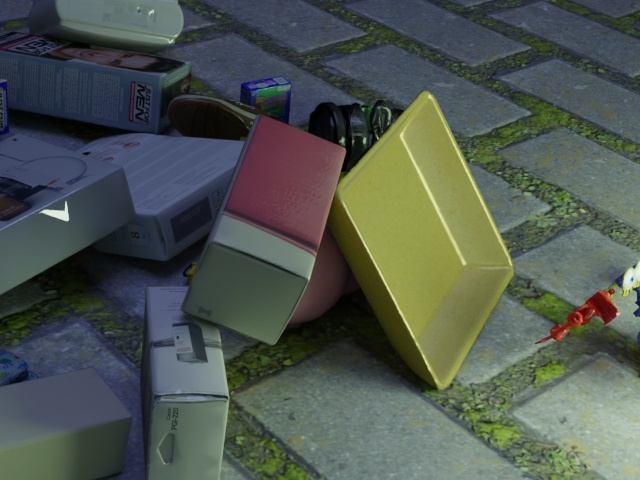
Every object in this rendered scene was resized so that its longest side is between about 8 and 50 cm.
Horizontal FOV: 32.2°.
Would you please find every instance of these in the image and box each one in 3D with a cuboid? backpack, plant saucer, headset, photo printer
[{"bbox_3d":[-0.421,0.182,1.386,0.114,0.084,0.105,18,32,24],"label":"backpack"},{"bbox_3d":[0.134,-0.003,1.597,0.081,0.332,0.332,-15,22,36],"label":"plant saucer"},{"bbox_3d":[0.098,-0.201,1.983,0.244,0.185,0.394,6,21,2],"label":"headset"},{"bbox_3d":[-0.447,-0.441,2.243,0.256,0.107,0.307,5,1,-28],"label":"photo printer"}]

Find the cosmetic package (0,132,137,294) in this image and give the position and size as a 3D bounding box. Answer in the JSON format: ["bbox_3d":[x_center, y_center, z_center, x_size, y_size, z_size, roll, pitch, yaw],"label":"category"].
[{"bbox_3d":[-0.503,-0.021,1.599,0.284,0.097,0.377,16,38,42],"label":"cosmetic package"}]

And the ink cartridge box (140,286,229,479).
[{"bbox_3d":[-0.171,0.180,1.357,0.092,0.158,0.218,2,32,-11],"label":"ink cartridge box"}]

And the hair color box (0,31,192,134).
[{"bbox_3d":[-0.451,-0.302,2.094,0.375,0.113,0.185,11,21,8],"label":"hair color box"}]

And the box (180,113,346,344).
[{"bbox_3d":[-0.067,-0.015,1.368,0.127,0.148,0.232,21,48,-6],"label":"box"}]

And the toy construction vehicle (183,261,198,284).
[{"bbox_3d":[-0.153,0.044,1.702,0.086,0.035,0.098,4,28,18],"label":"toy construction vehicle"}]

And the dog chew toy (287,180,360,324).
[{"bbox_3d":[0.000,0.000,1.645,0.207,0.206,0.332,29,31,32],"label":"dog chew toy"}]

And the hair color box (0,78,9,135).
[{"bbox_3d":[-0.696,-0.210,1.857,0.185,0.110,0.339,8,15,17],"label":"hair color box"}]

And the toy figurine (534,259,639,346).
[{"bbox_3d":[0.511,0.132,1.613,0.363,0.191,0.217,-24,72,-48],"label":"toy figurine"}]

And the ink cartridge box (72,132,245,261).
[{"bbox_3d":[-0.314,-0.083,1.860,0.385,0.091,0.308,6,28,33],"label":"ink cartridge box"}]

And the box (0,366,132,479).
[{"bbox_3d":[-0.364,0.233,1.264,0.275,0.094,0.113,-7,34,-37],"label":"box"}]

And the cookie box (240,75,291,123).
[{"bbox_3d":[-0.105,-0.249,2.099,0.092,0.107,0.040,-16,39,-29],"label":"cookie box"}]

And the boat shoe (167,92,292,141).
[{"bbox_3d":[-0.161,-0.212,2.015,0.258,0.095,0.095,19,26,-25],"label":"boat shoe"}]
